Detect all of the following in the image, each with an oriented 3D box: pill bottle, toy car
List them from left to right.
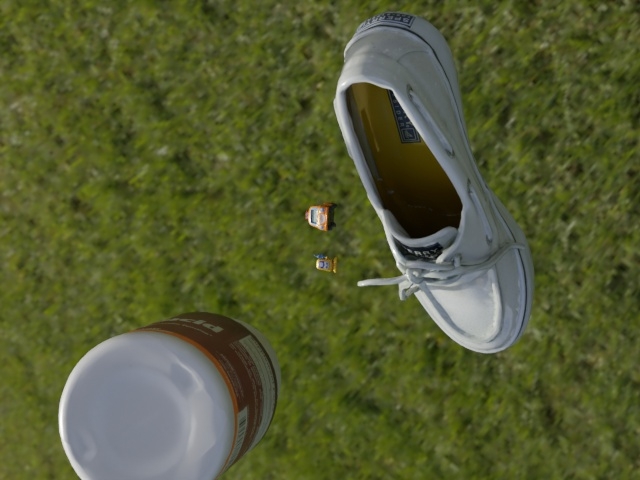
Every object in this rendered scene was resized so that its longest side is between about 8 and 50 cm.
[{"bbox_3d":[-0.183,0.215,1.641,0.224,0.392,0.224,0,92,10],"label":"pill bottle"},{"bbox_3d":[0.000,0.000,1.655,0.040,0.060,0.122,5,118,9],"label":"toy car"}]

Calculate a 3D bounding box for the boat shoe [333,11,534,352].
[{"bbox_3d":[0.099,-0.012,1.084,0.136,0.156,0.367,-3,125,26],"label":"boat shoe"}]
